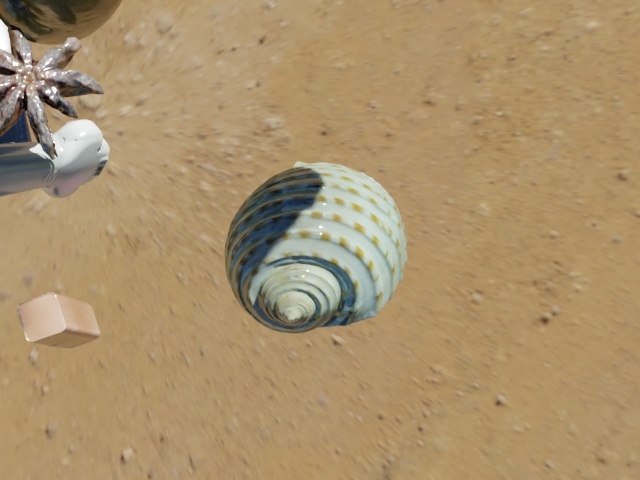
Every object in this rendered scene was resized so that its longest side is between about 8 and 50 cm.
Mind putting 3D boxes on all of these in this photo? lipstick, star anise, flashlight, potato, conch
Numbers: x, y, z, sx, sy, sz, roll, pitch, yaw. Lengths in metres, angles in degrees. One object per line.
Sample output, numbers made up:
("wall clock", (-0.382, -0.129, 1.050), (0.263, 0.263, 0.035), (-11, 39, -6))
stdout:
("lipstick", (-0.271, 0.084, 1.555), (0.045, 0.145, 0.045), (-18, 82, 3))
("star anise", (-0.270, -0.143, 1.365), (0.141, 0.042, 0.141), (3, 69, -9))
("flashlight", (-0.294, -0.074, 1.459), (0.047, 0.200, 0.093), (50, 127, 21))
("potato", (-0.252, -0.280, 1.431), (0.159, 0.251, 0.174), (32, 61, -5))
("conch", (0.001, -0.001, 1.107), (0.135, 0.102, 0.153), (16, 66, -2))

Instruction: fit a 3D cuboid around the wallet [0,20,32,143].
("wallet", (-0.397, -0.171, 1.620), (0.170, 0.069, 0.231), (-4, 76, -9))
